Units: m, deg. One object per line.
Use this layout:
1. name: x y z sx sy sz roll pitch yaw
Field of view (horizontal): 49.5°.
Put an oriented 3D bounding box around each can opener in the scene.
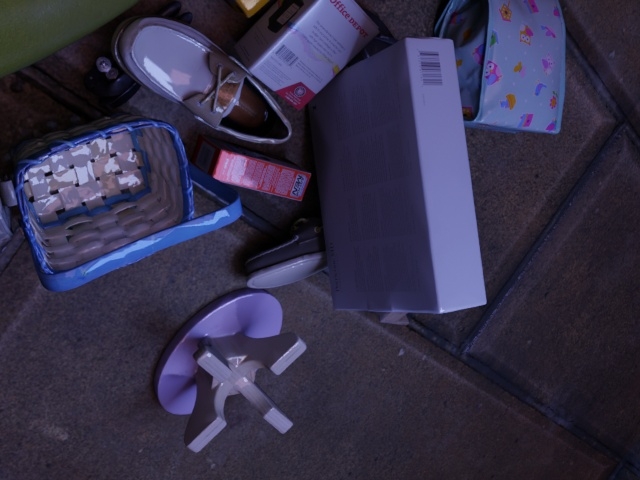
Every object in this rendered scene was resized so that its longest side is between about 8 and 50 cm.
1. can opener: -0.259 -0.270 0.983 0.059 0.073 0.186 39 84 1

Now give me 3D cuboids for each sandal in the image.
1. sandal: 0.108 -0.312 1.185 0.254 0.054 0.097 27 96 -38

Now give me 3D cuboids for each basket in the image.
1. basket: -0.269 -0.052 0.918 0.255 0.289 0.201 -22 122 -23

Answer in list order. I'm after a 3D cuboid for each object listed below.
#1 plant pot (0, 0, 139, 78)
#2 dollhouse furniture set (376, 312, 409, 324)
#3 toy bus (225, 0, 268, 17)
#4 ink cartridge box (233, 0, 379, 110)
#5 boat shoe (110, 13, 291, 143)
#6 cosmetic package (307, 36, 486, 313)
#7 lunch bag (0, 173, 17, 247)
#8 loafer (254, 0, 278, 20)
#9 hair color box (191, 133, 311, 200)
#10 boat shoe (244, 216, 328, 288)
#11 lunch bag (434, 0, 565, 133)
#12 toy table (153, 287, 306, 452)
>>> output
1. plant pot: -0.349 -0.319 0.787 0.293 0.275 0.275 -26 124 -37
2. dollhouse furniture set: 0.157 0.059 1.369 0.129 0.129 0.184 11 135 -35
3. toy bus: -0.028 -0.477 0.967 0.332 0.108 0.130 -43 126 0
4. ink cartridge box: -0.019 -0.300 1.033 0.175 0.072 0.127 -42 141 15
5. boat shoe: -0.152 -0.224 0.993 0.302 0.103 0.113 20 101 -50
6. cosmetic package: 0.103 -0.082 1.063 0.097 0.284 0.377 -7 90 -32
7. lunch bag: -0.516 -0.030 0.795 0.305 0.256 0.212 -27 124 -20
8. loafer: -0.014 -0.400 1.062 0.220 0.080 0.078 -38 131 0
9. hair color box: -0.111 -0.116 1.114 0.167 0.093 0.053 13 104 -36
10. boat shoe: -0.001 0.002 1.240 0.305 0.091 0.109 -19 165 -17
11. lunch bag: 0.323 -0.331 1.242 0.223 0.160 0.262 0 98 -32
12. toy table: -0.153 0.223 1.203 0.252 0.161 0.274 36 91 -38
